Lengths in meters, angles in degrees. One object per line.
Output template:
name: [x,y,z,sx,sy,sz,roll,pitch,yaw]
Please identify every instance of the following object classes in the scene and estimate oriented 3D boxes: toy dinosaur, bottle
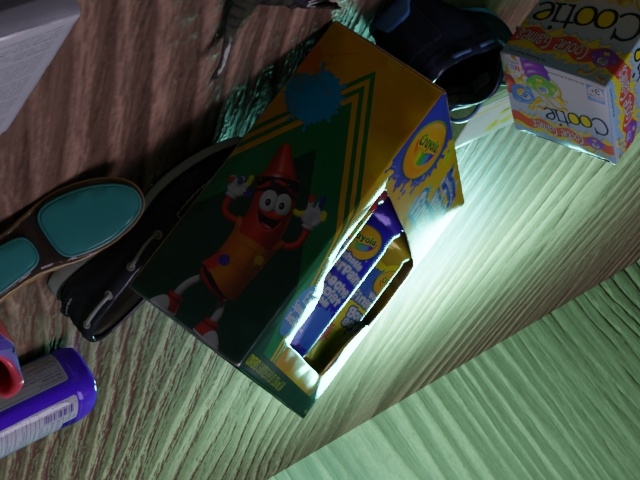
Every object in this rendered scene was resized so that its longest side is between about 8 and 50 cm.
toy dinosaur: [-0.037,-0.244,1.272,0.118,0.064,0.268,-21,162,-21]
bottle: [-0.429,0.236,1.766,0.283,0.092,0.118,-25,161,-30]

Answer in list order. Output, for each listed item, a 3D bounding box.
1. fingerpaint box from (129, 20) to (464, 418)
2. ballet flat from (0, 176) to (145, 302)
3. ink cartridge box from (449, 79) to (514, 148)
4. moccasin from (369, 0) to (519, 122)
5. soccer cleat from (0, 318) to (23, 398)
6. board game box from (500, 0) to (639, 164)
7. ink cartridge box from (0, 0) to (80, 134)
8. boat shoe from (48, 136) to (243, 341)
fingerpaint box: [0.000,0.000,1.649,0.371,0.163,0.445,-53,165,-7]
ballet flat: [-0.296,-0.001,1.445,0.232,0.080,0.073,-29,-170,-13]
ink cartridge box: [0.230,-0.175,1.991,0.171,0.056,0.235,-25,159,-34]
moccasin: [0.162,-0.206,1.655,0.138,0.117,0.342,-43,162,25]
soccer cleat: [-0.430,0.122,1.405,0.108,0.116,0.318,-42,162,22]
board game box: [0.352,-0.252,1.635,0.275,0.144,0.142,-53,147,-22]
ink cartridge box: [-0.379,-0.089,1.048,0.308,0.091,0.385,-26,178,-29]
boat shoe: [-0.181,0.001,1.600,0.302,0.091,0.114,-41,162,18]
